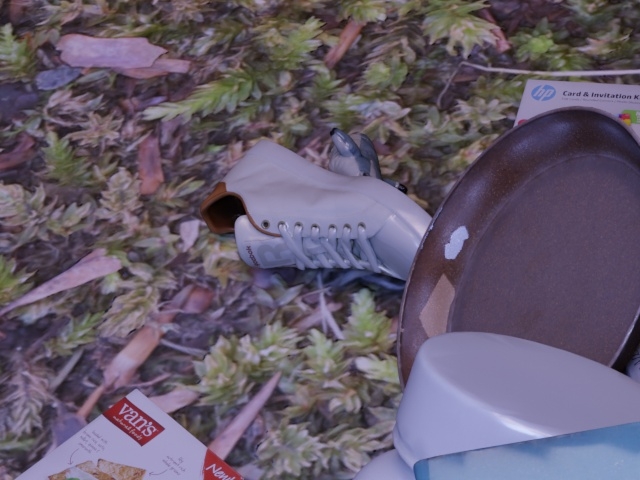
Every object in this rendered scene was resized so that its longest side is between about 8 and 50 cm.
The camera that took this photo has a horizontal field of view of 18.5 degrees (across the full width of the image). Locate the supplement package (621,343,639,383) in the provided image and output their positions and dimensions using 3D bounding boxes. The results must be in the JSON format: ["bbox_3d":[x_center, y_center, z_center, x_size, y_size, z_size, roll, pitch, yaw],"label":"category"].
[{"bbox_3d":[0.341,0.101,1.638,0.203,0.149,0.194,-14,44,-2],"label":"supplement package"}]

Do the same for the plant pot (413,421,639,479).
[{"bbox_3d":[0.156,0.241,1.045,0.166,0.165,0.234,-11,59,4],"label":"plant pot"}]

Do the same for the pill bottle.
[{"bbox_3d":[0.098,0.275,1.313,0.224,0.392,0.224,16,15,-4],"label":"pill bottle"}]

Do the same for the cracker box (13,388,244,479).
[{"bbox_3d":[-0.193,0.249,1.673,0.232,0.067,0.156,-37,49,-24],"label":"cracker box"}]

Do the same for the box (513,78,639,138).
[{"bbox_3d":[0.257,-0.082,1.927,0.145,0.038,0.186,5,45,18],"label":"box"}]

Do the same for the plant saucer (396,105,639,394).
[{"bbox_3d":[0.181,0.038,1.640,0.311,0.050,0.310,-34,43,39],"label":"plant saucer"}]

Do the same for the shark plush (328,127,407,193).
[{"bbox_3d":[0.058,-0.058,1.941,0.067,0.073,0.161,-4,29,-36],"label":"shark plush"}]

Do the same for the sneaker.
[{"bbox_3d":[0.000,0.000,1.866,0.123,0.106,0.290,-42,40,-24],"label":"sneaker"}]
